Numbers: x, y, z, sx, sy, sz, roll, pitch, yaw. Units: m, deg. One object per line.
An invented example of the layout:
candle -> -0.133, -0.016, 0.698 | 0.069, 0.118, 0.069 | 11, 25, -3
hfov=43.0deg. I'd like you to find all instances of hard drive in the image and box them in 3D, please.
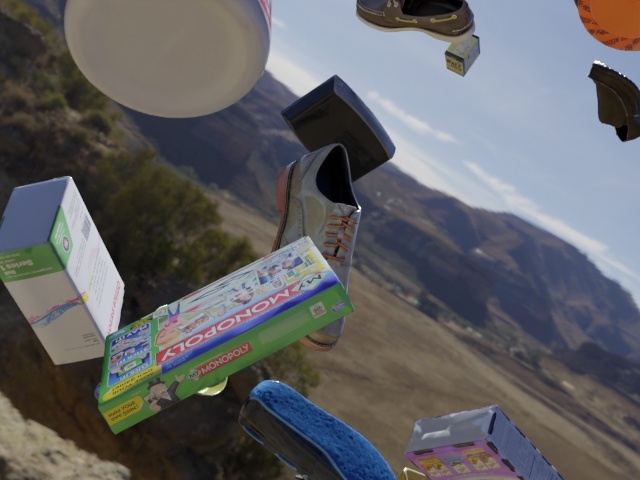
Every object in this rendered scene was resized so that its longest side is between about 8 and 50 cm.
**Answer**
hard drive -> 0.046, -0.237, 1.834 | 0.254, 0.172, 0.054 | 45, 23, -37

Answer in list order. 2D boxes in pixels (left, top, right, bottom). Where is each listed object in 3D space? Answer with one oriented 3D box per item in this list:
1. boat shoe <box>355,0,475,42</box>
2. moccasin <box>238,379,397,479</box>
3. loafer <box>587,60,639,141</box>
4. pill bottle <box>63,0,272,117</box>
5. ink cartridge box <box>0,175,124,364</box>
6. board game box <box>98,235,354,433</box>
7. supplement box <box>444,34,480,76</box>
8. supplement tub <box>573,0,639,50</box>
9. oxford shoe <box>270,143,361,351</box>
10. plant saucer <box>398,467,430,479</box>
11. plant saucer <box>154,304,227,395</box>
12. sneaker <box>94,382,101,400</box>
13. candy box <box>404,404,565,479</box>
boat shoe -> 0.225, -0.574, 2.011 | 0.324, 0.116, 0.096 | 21, -21, 28
moccasin -> -0.002, 0.398, 1.527 | 0.342, 0.117, 0.138 | 42, 32, 5
loafer -> 0.553, -0.248, 1.512 | 0.220, 0.078, 0.080 | 35, 13, -38
pill bottle -> -0.158, -0.333, 0.923 | 0.210, 0.210, 0.363 | 29, 43, -35
ink cartridge box -> -0.468, 0.058, 1.478 | 0.201, 0.117, 0.278 | -96, 173, -52
board game box -> -0.129, 0.109, 1.048 | 0.046, 0.317, 0.213 | 65, -4, -19
supplement box -> 0.376, -0.496, 2.152 | 0.056, 0.083, 0.083 | 32, -9, 21
supplement tub -> 0.514, -0.456, 1.289 | 0.207, 0.338, 0.207 | 15, -44, 14
oxford shoe -> 0.000, 0.000, 1.470 | 0.140, 0.146, 0.397 | 13, 58, -35
plant saucer -> 0.283, 0.710, 1.821 | 0.333, 0.081, 0.332 | 33, 34, -42
plant saucer -> -0.312, 0.260, 1.881 | 0.241, 0.037, 0.241 | 45, 22, -24
sneaker -> -0.382, 0.243, 1.664 | 0.125, 0.262, 0.104 | 45, 24, -26
candy box -> 0.259, 0.357, 1.280 | 0.165, 0.070, 0.196 | -24, -63, 43
